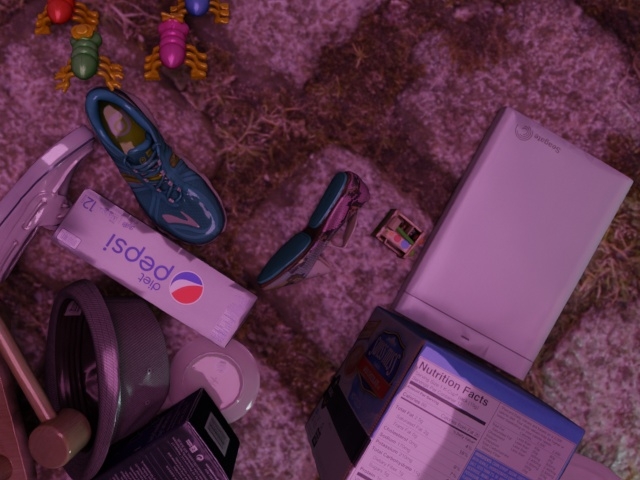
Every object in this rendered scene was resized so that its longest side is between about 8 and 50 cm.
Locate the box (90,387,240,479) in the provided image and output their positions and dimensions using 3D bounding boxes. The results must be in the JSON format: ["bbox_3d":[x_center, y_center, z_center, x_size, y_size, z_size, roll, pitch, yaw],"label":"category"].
[{"bbox_3d":[-0.231,0.324,1.097,0.207,0.153,0.108,-33,96,2],"label":"box"}]

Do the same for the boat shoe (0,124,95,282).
[{"bbox_3d":[-0.398,-0.050,1.113,0.084,0.095,0.258,43,99,-10],"label":"boat shoe"}]

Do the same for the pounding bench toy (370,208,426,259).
[{"bbox_3d":[0.121,-0.007,1.159,0.065,0.083,0.052,39,88,-5],"label":"pounding bench toy"}]

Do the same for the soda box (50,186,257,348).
[{"bbox_3d":[-0.234,0.040,1.119,0.286,0.098,0.091,33,84,-7],"label":"soda box"}]

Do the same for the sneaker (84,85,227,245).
[{"bbox_3d":[-0.243,-0.102,1.108,0.107,0.110,0.275,-41,96,-3],"label":"sneaker"}]

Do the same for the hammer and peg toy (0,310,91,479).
[{"bbox_3d":[-0.473,0.209,1.041,0.361,0.127,0.266,-13,94,17],"label":"hammer and peg toy"}]

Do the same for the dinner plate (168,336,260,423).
[{"bbox_3d":[-0.162,0.214,1.177,0.141,0.017,0.141,0,92,-7],"label":"dinner plate"}]

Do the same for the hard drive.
[{"bbox_3d":[0.294,0.006,1.195,0.233,0.047,0.353,29,89,-6],"label":"hard drive"}]

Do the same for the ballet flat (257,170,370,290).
[{"bbox_3d":[0.000,0.000,1.160,0.079,0.077,0.221,38,88,-25],"label":"ballet flat"}]

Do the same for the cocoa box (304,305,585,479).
[{"bbox_3d":[0.142,0.252,1.041,0.231,0.347,0.228,30,89,-5],"label":"cocoa box"}]

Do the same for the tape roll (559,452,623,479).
[{"bbox_3d":[0.345,0.449,1.113,0.286,0.100,0.286,9,50,-11],"label":"tape roll"}]

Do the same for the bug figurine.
[{"bbox_3d":[-0.264,-0.305,1.081,0.279,0.072,0.216,-6,58,-6],"label":"bug figurine"}]

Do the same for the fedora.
[{"bbox_3d":[-0.291,0.185,1.088,0.124,0.244,0.275,-4,105,-36],"label":"fedora"}]
